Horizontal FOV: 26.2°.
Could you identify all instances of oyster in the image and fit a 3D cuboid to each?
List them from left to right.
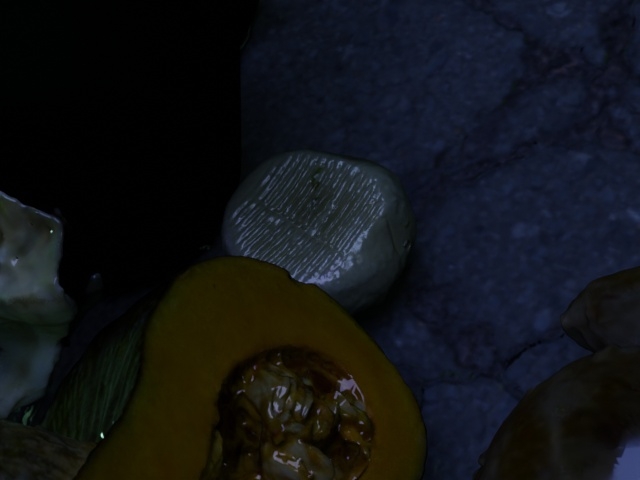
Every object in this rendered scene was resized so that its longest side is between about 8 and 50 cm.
[{"bbox_3d":[-0.252,0.034,0.757,0.107,0.354,0.201,-33,92,-35],"label":"oyster"}]

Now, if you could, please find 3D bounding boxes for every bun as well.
[{"bbox_3d":[0.000,0.000,0.812,0.115,0.069,0.115,-8,57,12],"label":"bun"}]

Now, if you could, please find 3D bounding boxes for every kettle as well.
[{"bbox_3d":[-0.136,-0.147,0.779,0.203,0.308,0.262,2,60,2],"label":"kettle"}]

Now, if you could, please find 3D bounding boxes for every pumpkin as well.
[{"bbox_3d":[-0.075,0.142,0.632,0.222,0.139,0.317,29,40,-11],"label":"pumpkin"}]

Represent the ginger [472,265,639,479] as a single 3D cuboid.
[{"bbox_3d":[0.164,0.177,0.606,0.256,0.176,0.375,-21,56,21],"label":"ginger"}]
